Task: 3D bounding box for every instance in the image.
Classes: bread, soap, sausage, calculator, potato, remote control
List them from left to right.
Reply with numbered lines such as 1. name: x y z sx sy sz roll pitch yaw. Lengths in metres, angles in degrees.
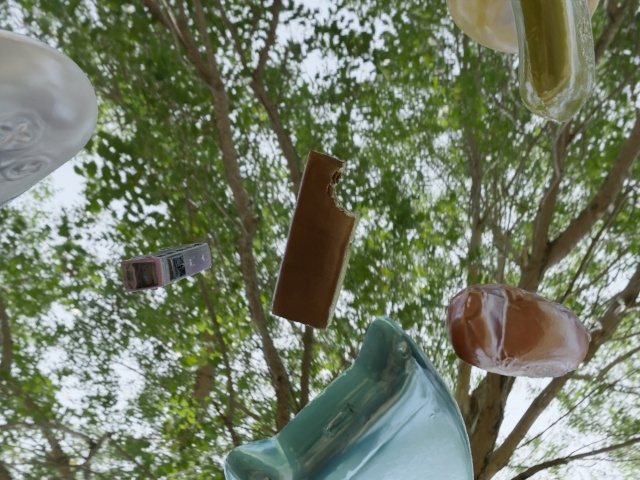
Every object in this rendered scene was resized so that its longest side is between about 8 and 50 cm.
1. remote control: -0.376 -0.097 0.690 0.332 0.221 0.103 -27 -114 24
2. bread: 0.000 0.000 0.912 0.088 0.049 0.226 17 -81 14
3. calculator: 0.059 0.269 0.704 0.256 0.386 0.054 -40 -137 -20
4. sausage: 0.186 0.088 0.662 0.179 0.089 0.089 18 -117 -31
5. potato: 0.247 -0.312 0.860 0.146 0.234 0.150 32 -74 46
6. soap: 0.157 -0.151 0.470 0.045 0.089 0.140 -8 -83 35

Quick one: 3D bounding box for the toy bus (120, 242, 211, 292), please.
1. toy bus: -0.163 0.027 0.744 0.052 0.131 0.036 -6 -85 15
